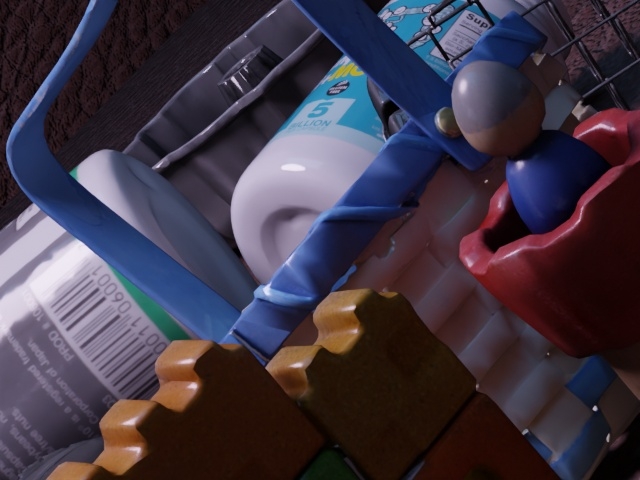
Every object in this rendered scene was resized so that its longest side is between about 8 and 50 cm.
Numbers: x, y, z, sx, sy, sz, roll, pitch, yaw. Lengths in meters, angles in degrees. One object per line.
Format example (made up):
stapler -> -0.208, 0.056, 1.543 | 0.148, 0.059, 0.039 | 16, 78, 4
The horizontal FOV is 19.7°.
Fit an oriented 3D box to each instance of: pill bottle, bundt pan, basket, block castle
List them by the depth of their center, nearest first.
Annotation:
block castle -> 0.052, 0.121, 0.485 | 0.453, 0.213, 0.303 | -49, 15, -26
basket -> 0.000, 0.000, 0.797 | 0.201, 0.289, 0.255 | -52, 3, -32
pill bottle -> 0.066, -0.068, 1.180 | 0.146, 0.146, 0.264 | -25, 21, 49
pill bottle -> -0.208, 0.125, 1.213 | 0.361, 0.204, 0.204 | -39, 14, 8
bundt pan -> -0.032, -0.111, 1.639 | 0.331, 0.124, 0.331 | -39, 13, 11

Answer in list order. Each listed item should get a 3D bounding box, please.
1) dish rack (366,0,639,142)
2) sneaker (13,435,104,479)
dish rack -> 0.165, -0.089, 0.970 | 0.271, 0.074, 0.208 | -33, 48, 6
sneaker -> -0.138, 0.216, 0.999 | 0.130, 0.109, 0.286 | -19, 31, 36
